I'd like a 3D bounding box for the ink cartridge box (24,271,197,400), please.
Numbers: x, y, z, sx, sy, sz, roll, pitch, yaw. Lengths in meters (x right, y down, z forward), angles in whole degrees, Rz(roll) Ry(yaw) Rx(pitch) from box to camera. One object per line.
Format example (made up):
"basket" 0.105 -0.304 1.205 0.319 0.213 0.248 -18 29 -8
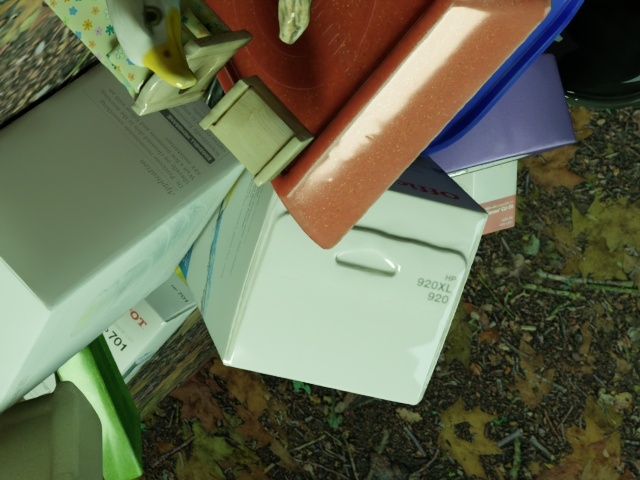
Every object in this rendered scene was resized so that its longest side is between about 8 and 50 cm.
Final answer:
"ink cartridge box" -0.241 0.084 1.737 0.191 0.139 0.082 -47 173 27

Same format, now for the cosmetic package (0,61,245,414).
"cosmetic package" -0.202 -0.004 1.316 0.224 0.138 0.224 -39 173 -35

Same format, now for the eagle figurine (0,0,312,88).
"eagle figurine" -0.121 -0.146 0.735 0.298 0.225 0.226 -11 118 -20

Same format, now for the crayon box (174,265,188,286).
"crayon box" -0.171 0.007 2.000 0.318 0.081 0.202 -43 176 -27

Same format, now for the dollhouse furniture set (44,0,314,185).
"dollhouse furniture set" -0.055 -0.147 1.007 0.161 0.182 0.101 -45 175 20

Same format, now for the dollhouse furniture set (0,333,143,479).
"dollhouse furniture set" -0.263 0.200 1.405 0.197 0.151 0.301 -17 -152 2

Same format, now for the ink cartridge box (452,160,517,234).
"ink cartridge box" 0.154 -0.117 1.821 0.067 0.115 0.198 -15 116 -33

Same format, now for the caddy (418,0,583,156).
"caddy" 0.085 -0.238 1.384 0.341 0.179 0.241 -47 149 -18

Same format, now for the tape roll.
"tape roll" 0.101 -0.101 1.619 0.274 0.090 0.275 -15 179 0

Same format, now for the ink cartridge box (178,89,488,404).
"ink cartridge box" 0.000 0.000 1.370 0.233 0.171 0.168 -125 -130 -67

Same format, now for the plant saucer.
"plant saucer" 0.000 -0.166 1.082 0.047 0.258 0.259 -5 148 -42

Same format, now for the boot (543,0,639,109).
"boot" 0.218 -0.245 1.659 0.260 0.347 0.131 127 -19 -79

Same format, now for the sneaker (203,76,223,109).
"sneaker" -0.032 -0.161 1.565 0.115 0.105 0.281 -39 173 -35
